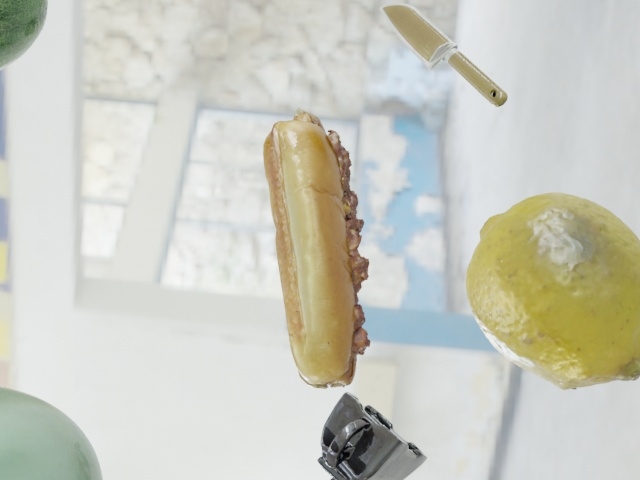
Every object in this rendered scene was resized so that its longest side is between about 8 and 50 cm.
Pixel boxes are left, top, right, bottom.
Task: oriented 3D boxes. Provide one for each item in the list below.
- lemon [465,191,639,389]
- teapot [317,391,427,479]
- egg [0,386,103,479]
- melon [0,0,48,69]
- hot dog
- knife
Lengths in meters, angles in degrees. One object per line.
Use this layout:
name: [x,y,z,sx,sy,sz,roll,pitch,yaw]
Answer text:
lemon: [0.337,0.071,2.007,0.310,0.253,0.253,47,152,29]
teapot: [0.043,0.237,1.606,0.096,0.087,0.177,-48,-24,-1]
egg: [-0.384,0.286,1.398,0.276,0.389,0.276,33,136,38]
melon: [-0.403,-0.224,1.383,0.182,0.287,0.182,169,90,-82]
hot dog: [0.000,0.000,1.227,0.102,0.076,0.249,66,-164,-71]
knife: [0.149,-0.238,1.851,0.256,0.046,0.022,49,-173,39]
